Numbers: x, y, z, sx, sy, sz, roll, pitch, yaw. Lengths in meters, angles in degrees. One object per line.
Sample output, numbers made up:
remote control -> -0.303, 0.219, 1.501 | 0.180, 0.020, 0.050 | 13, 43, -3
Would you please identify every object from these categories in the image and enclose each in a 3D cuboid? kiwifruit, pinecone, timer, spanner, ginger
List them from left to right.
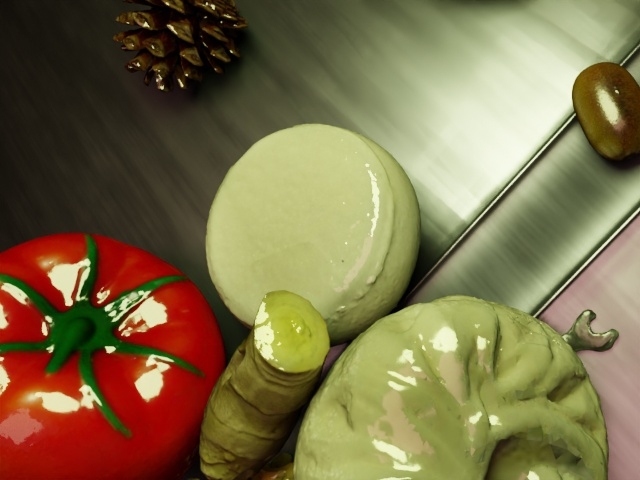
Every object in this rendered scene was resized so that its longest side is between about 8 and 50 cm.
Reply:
timer -> -0.316, 0.176, 0.840 | 0.378, 0.377, 0.279 | 51, 139, 23
pinecone -> -0.218, -0.321, 0.979 | 0.207, 0.207, 0.208 | -4, 79, 24
ginger -> -0.068, 0.173, 0.723 | 0.109, 0.116, 0.263 | 51, 134, 31
spanner -> 0.236, 0.157, 0.786 | 0.254, 0.015, 0.054 | -30, 69, 17
kiwifruit -> 0.344, -0.155, 0.761 | 0.075, 0.075, 0.125 | -19, 70, 20

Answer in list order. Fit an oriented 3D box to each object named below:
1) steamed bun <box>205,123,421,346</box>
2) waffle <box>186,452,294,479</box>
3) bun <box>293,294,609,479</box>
steamed bun -> 0.000, 0.000, 0.829 | 0.282, 0.177, 0.283 | -7, 75, 26
waffle -> -0.053, 0.439, 0.799 | 0.261, 0.151, 0.325 | -6, 80, 27
bun -> 0.143, 0.234, 0.647 | 0.359, 0.211, 0.360 | 1, 83, -10
